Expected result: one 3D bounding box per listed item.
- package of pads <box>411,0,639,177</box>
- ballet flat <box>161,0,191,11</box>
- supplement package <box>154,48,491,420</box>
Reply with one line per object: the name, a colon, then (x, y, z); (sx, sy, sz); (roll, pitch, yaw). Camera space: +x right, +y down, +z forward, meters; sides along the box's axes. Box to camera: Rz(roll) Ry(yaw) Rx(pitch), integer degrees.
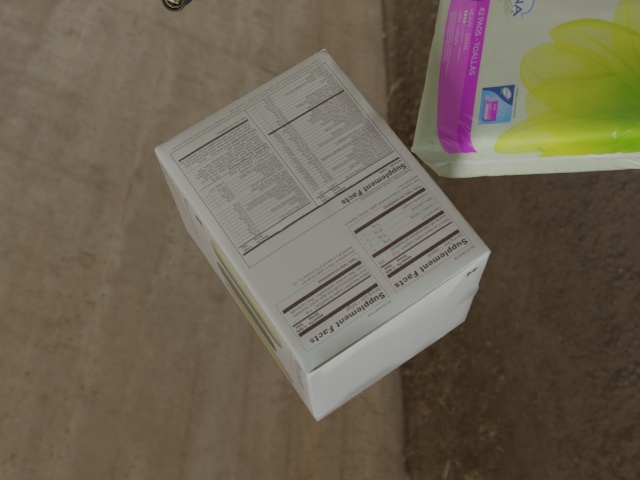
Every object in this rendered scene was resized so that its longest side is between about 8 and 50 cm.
package of pads: (0.258, -0.190, 0.956); (0.297, 0.101, 0.229); (1, 71, 34)
ballet flat: (-0.217, -0.430, 1.369); (0.203, 0.074, 0.074); (107, 172, -54)
supplement package: (0.000, 0.000, 0.895); (0.198, 0.262, 0.199); (-33, -20, -11)
